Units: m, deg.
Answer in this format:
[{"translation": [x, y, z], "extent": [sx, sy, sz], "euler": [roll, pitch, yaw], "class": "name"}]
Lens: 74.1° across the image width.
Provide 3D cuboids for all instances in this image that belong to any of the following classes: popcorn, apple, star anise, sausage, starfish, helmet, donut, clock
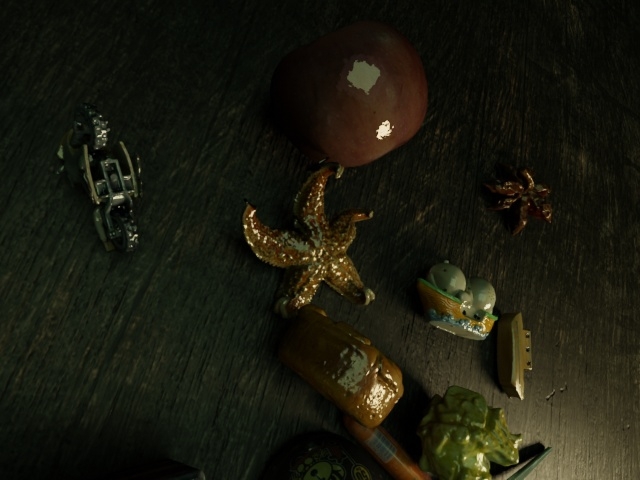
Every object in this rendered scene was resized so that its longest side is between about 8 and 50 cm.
[{"translation": [0.269, 0.387, 0.822], "extent": [0.167, 0.186, 0.187], "euler": [42, 71, 14], "class": "popcorn"}, {"translation": [0.059, -0.263, 0.805], "extent": [0.305, 0.305, 0.235], "euler": [-29, 104, -28], "class": "apple"}, {"translation": [0.526, -0.120, 1.106], "extent": [0.212, 0.111, 0.196], "euler": [-19, 95, -35], "class": "star anise"}, {"translation": [0.156, 0.437, 0.822], "extent": [0.348, 0.053, 0.053], "euler": [48, 63, -10], "class": "sausage"}, {"translation": [0.004, -0.002, 0.791], "extent": [0.311, 0.113, 0.304], "euler": [-18, 113, -36], "class": "starfish"}, {"translation": [0.029, 0.469, 0.693], "extent": [0.230, 0.160, 0.279], "euler": [-18, 86, -30], "class": "helmet"}, {"translation": [0.034, 0.212, 0.719], "extent": [0.226, 0.226, 0.114], "euler": [43, 73, -12], "class": "donut"}, {"translation": [0.304, 0.129, 0.936], "extent": [0.230, 0.103, 0.144], "euler": [24, 68, -22], "class": "clock"}]

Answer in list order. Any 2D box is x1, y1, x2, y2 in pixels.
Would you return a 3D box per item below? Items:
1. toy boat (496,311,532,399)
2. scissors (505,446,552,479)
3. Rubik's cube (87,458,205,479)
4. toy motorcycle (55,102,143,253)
[{"translation": [0.462, 0.273, 1.010], "extent": [0.077, 0.057, 0.201], "euler": [15, 72, -29], "class": "toy boat"}, {"translation": [0.380, 0.534, 0.895], "extent": [0.446, 0.029, 0.193], "euler": [-10, 120, -36], "class": "scissors"}, {"translation": [-0.276, 0.429, 0.442], "extent": [0.304, 0.304, 0.301], "euler": [-4, 68, -25], "class": "Rubik's cube"}, {"translation": [-0.343, -0.091, 0.665], "extent": [0.094, 0.129, 0.230], "euler": [-24, 104, -49], "class": "toy motorcycle"}]
